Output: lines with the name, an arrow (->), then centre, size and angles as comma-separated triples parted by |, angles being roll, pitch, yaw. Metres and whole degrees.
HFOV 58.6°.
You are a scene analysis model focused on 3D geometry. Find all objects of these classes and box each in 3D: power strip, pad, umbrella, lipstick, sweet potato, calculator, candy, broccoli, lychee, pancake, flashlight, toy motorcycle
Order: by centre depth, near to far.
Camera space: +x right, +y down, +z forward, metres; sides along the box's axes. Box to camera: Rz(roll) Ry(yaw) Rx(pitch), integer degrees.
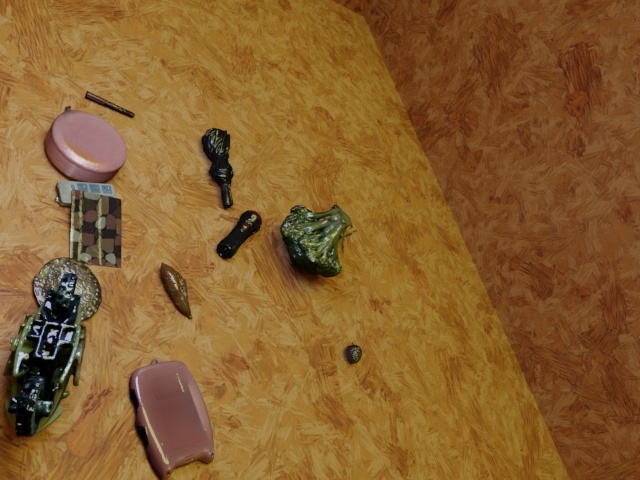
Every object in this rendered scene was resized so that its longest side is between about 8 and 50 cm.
toy motorcycle -> -0.653, 0.282, 1.368 | 0.168, 0.237, 0.411 | 16, 47, -20
pancake -> -0.705, 0.137, 1.596 | 0.199, 0.021, 0.199 | 27, 45, -30
calculator -> -0.418, 0.485, 1.609 | 0.220, 0.048, 0.330 | -5, 63, -46
pad -> -0.681, -0.036, 1.738 | 0.158, 0.003, 0.235 | 12, 63, -42
power strip -> -0.727, -0.141, 1.779 | 0.192, 0.035, 0.082 | 2, 63, -45
sweet potato -> -0.455, 0.157, 1.816 | 0.067, 0.060, 0.206 | -23, 89, -13
candy -> -0.751, -0.305, 1.826 | 0.255, 0.094, 0.256 | 27, 43, -28
lipstick -> -0.746, -0.482, 2.031 | 0.176, 0.027, 0.027 | 21, 48, -36
flashlight -> -0.298, -0.023, 2.096 | 0.093, 0.093, 0.232 | 46, 39, -9
lychee -> 0.130, 0.435, 2.207 | 0.067, 0.068, 0.084 | 5, 73, -10
umbrella -> -0.384, -0.283, 2.209 | 0.118, 0.118, 0.341 | 5, 64, -44
broccoli -> 0.000, 0.000, 2.239 | 0.303, 0.283, 0.321 | 30, 27, -50
